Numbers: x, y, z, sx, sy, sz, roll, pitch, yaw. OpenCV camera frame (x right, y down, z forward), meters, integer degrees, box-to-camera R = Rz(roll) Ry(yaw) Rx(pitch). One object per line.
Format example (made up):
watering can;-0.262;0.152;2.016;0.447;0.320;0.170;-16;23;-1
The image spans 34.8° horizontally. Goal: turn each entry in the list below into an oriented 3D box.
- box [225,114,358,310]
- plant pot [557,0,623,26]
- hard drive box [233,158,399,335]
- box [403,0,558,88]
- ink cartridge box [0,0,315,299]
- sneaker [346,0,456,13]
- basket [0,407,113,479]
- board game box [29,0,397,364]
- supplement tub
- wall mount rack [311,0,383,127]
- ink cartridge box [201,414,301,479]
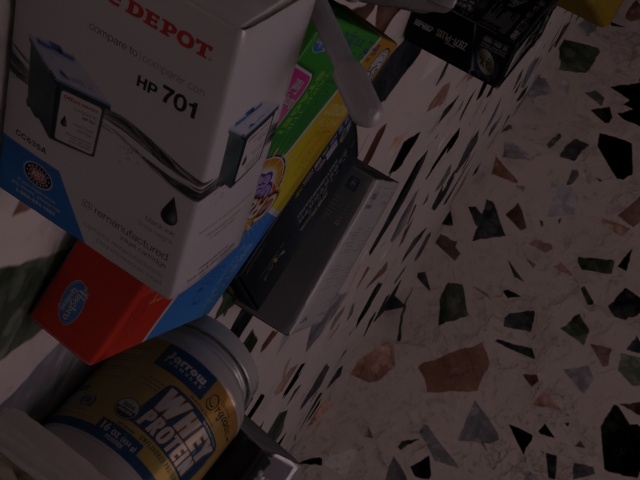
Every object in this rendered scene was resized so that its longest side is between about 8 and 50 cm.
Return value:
box;-0.040;-0.045;1.146;0.233;0.059;0.183;-56;170;-11
plant pot;0.356;-0.461;1.464;0.212;0.212;0.187;-61;157;12
hard drive box;0.000;0.000;1.365;0.232;0.089;0.181;-61;169;7
box;0.221;-0.306;1.384;0.180;0.147;0.078;-50;166;-43
ink cartridge box;-0.099;-0.084;0.577;0.082;0.139;0.191;-45;161;-46
sneaker;0.073;-0.254;0.857;0.281;0.115;0.105;-72;-172;-51
basket;-0.206;0.369;0.749;0.266;0.328;0.331;-41;155;-43
board game box;-0.075;-0.059;0.841;0.316;0.064;0.242;-54;171;15
supplement tub;-0.162;0.172;0.962;0.200;0.144;0.144;-50;166;-41
wall mount rack;0.053;-0.248;0.524;0.350;0.130;0.304;-45;-156;53
ink cartridge box;-0.189;0.299;1.103;0.072;0.307;0.304;35;85;-34
